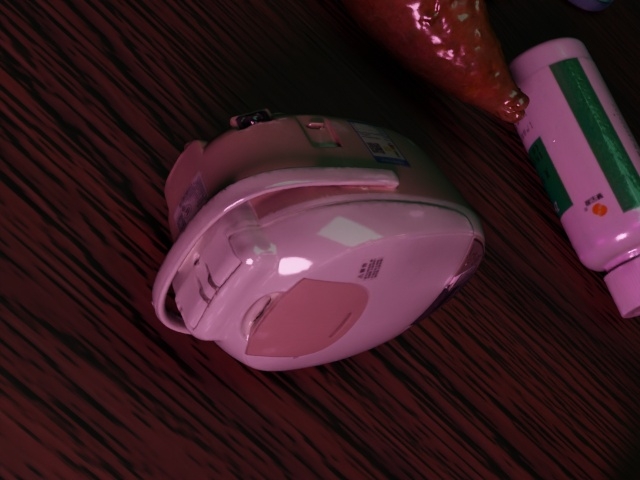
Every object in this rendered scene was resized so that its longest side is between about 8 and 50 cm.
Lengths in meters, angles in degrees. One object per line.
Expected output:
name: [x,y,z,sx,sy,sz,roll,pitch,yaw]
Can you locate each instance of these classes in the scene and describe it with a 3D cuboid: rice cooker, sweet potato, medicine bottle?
rice cooker: [0.000,0.000,0.555,0.206,0.145,0.127,6,46,-35]
sweet potato: [0.070,-0.239,0.804,0.336,0.131,0.131,47,41,-6]
medicine bottle: [0.253,-0.059,0.858,0.095,0.095,0.260,0,61,-42]

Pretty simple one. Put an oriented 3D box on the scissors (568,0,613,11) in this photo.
scissors: [0.246,-0.321,1.086,0.180,0.032,0.393,53,40,1]
